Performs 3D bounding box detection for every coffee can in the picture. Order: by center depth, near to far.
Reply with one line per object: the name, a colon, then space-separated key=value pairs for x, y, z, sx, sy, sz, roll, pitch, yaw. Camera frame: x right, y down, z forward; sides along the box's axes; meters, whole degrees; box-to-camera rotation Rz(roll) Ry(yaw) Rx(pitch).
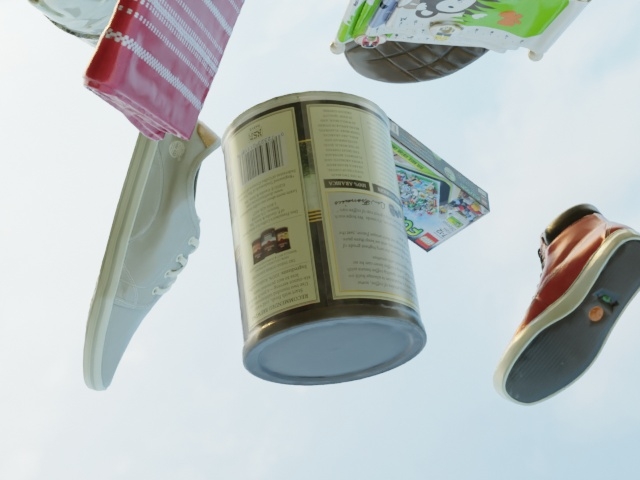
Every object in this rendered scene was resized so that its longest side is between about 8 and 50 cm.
coffee can: x=0.000 y=0.000 z=1.476 sx=0.201 sy=0.201 sz=0.275 roll=-11 pitch=-116 yaw=7

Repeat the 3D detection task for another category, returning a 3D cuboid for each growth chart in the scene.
growth chart: x=0.133 y=-0.217 z=1.260 sx=0.237 sy=0.172 sz=0.021 roll=3 pitch=-108 yaw=-4

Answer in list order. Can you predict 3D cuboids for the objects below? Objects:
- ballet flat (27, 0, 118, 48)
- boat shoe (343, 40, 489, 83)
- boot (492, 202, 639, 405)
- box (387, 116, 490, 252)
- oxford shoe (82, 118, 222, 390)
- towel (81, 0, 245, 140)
ballet flat: x=-0.316 y=-0.367 z=1.463 sx=0.164 sy=0.483 sz=0.182 roll=-24 pitch=-151 yaw=15
boat shoe: x=0.185 y=-0.303 z=1.743 sx=0.324 sy=0.123 sz=0.116 roll=-17 pitch=-153 yaw=8
boot: x=0.272 y=0.071 z=1.552 sx=0.244 sy=0.088 sz=0.176 roll=-52 pitch=-157 yaw=4
box: x=0.110 y=-0.072 z=1.697 sx=0.114 sy=0.207 sz=0.036 roll=-36 pitch=-144 yaw=31
oxford shoe: x=-0.247 y=0.019 z=1.903 sx=0.130 sy=0.450 sz=0.169 roll=17 pitch=-169 yaw=-8
towel: x=-0.077 y=-0.205 z=0.884 sx=0.031 sy=0.199 sz=0.275 roll=21 pitch=-92 yaw=9
